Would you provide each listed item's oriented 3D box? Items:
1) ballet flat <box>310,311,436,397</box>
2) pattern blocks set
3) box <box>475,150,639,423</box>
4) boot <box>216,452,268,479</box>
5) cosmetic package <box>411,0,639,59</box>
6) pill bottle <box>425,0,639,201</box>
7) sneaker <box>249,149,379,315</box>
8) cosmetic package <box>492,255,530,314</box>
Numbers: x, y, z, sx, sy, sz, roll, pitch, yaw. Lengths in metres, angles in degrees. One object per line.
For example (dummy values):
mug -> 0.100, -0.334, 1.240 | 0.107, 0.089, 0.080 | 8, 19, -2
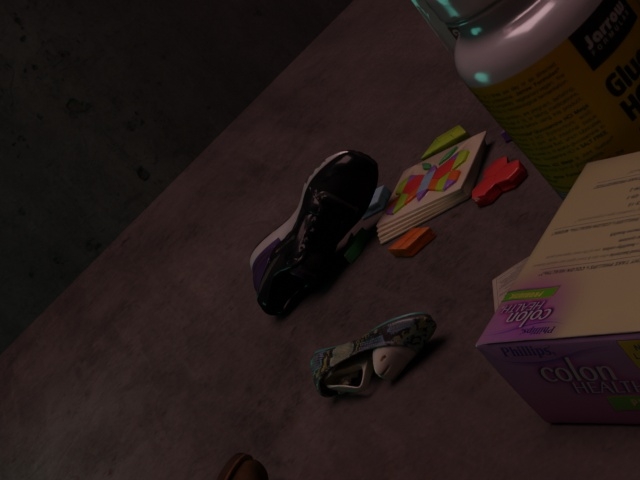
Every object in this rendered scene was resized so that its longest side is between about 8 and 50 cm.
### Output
ballet flat -> 0.063, 0.142, 1.367 | 0.188, 0.070, 0.070 | -29, 24, 41
pattern blocks set -> 0.161, -0.078, 1.665 | 0.325, 0.026, 0.285 | -33, 21, 29
box -> 0.295, 0.034, 1.026 | 0.214, 0.117, 0.243 | -13, 35, 56
boot -> -0.071, 0.320, 1.229 | 0.115, 0.112, 0.305 | 3, 15, 4
cosmetic package -> 0.342, -0.447, 1.571 | 0.394, 0.329, 0.327 | -44, 17, -21
pill bottle -> 0.261, -0.175, 1.198 | 0.188, 0.334, 0.188 | -38, 20, 17
sneaker -> 0.000, 0.000, 1.700 | 0.283, 0.107, 0.124 | -53, 25, 29
cosmetic package -> 0.217, 0.070, 1.219 | 0.060, 0.041, 0.115 | -34, 21, 24
